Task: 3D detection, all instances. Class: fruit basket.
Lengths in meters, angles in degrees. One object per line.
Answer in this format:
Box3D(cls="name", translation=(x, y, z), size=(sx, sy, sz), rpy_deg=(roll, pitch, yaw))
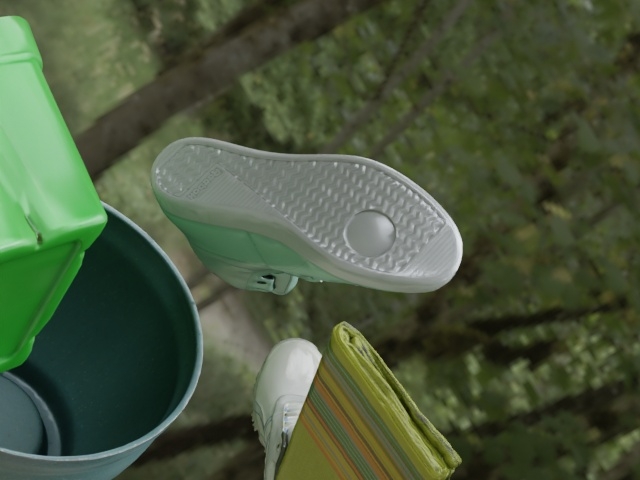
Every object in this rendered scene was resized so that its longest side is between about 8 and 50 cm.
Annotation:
Box3D(cls="fruit basket", translation=(-0.388, -0.043, 1.002), size=(0.392, 0.283, 0.392), rpy_deg=(23, 36, -18))

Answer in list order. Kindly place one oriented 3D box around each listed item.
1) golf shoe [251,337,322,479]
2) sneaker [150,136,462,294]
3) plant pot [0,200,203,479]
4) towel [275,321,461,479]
Box3D(cls="golf shoe", translation=(-0.012, 0.144, 1.054), size=(0.086, 0.069, 0.176), rpy_deg=(114, -22, -61))
Box3D(cls="sneaker", translation=(0.000, -0.001, 1.182), size=(0.255, 0.094, 0.151), rpy_deg=(17, -22, 20))
Box3D(cls="plant pot", translation=(-0.272, 0.114, 1.252), size=(0.293, 0.293, 0.196), rpy_deg=(59, -44, 27))
Box3D(cls="towel", translation=(0.014, 0.148, 0.843), size=(0.102, 0.021, 0.237), rpy_deg=(55, -31, 25))
